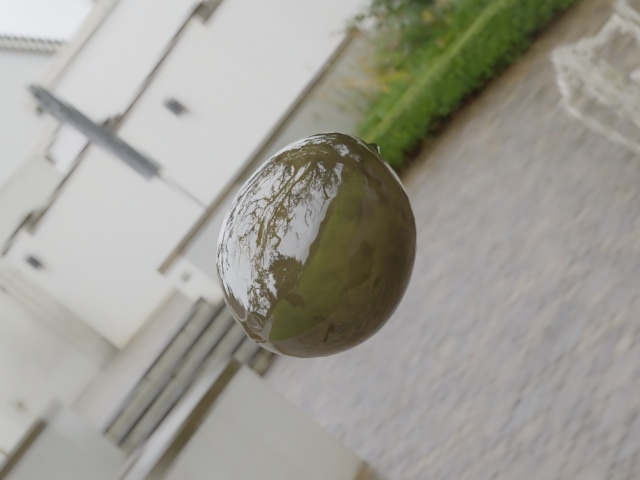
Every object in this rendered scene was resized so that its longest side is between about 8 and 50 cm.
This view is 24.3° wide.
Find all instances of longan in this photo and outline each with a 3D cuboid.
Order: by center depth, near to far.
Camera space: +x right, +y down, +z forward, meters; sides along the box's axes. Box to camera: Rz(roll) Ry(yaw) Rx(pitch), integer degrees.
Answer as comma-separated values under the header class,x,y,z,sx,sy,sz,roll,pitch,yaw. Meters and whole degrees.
class,x,y,z,sx,sy,sz,roll,pitch,yaw
longan,0.000,0.000,0.692,0.113,0.092,0.113,20,-90,-76
